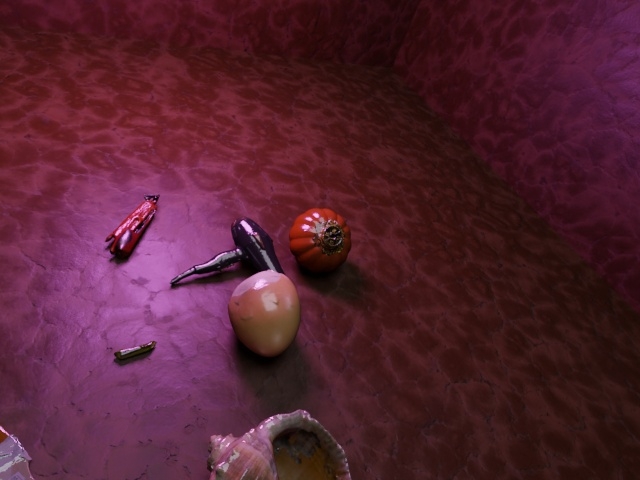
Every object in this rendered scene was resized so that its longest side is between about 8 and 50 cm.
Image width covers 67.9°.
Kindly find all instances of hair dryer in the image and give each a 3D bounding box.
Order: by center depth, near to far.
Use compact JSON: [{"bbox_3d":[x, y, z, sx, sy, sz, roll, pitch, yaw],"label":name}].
[{"bbox_3d":[-0.286,0.096,1.476,0.359,0.120,0.304,-22,72,-28],"label":"hair dryer"}]

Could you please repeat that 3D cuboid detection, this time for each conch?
[{"bbox_3d":[-0.090,0.524,1.005,0.352,0.210,0.297,51,51,-4],"label":"conch"}]

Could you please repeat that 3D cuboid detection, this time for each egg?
[{"bbox_3d":[-0.150,0.203,1.317,0.200,0.201,0.245,0,55,-26],"label":"egg"}]

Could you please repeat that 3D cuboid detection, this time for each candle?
[{"bbox_3d":[-0.578,-0.058,1.505,0.084,0.059,0.302,31,41,-10],"label":"candle"}]

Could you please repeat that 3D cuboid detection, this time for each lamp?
[{"bbox_3d":[0.000,0.000,1.611,0.223,0.196,0.224,4,80,-24],"label":"lamp"}]

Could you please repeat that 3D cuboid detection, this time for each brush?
[{"bbox_3d":[-0.577,0.489,0.938,0.336,0.020,0.085,36,42,14],"label":"brush"}]

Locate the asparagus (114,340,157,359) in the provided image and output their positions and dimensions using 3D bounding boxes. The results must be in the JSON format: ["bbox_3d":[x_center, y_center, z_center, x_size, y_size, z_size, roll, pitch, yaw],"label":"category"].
[{"bbox_3d":[-0.469,0.278,1.215,0.108,0.025,0.021,-13,42,-35],"label":"asparagus"}]
